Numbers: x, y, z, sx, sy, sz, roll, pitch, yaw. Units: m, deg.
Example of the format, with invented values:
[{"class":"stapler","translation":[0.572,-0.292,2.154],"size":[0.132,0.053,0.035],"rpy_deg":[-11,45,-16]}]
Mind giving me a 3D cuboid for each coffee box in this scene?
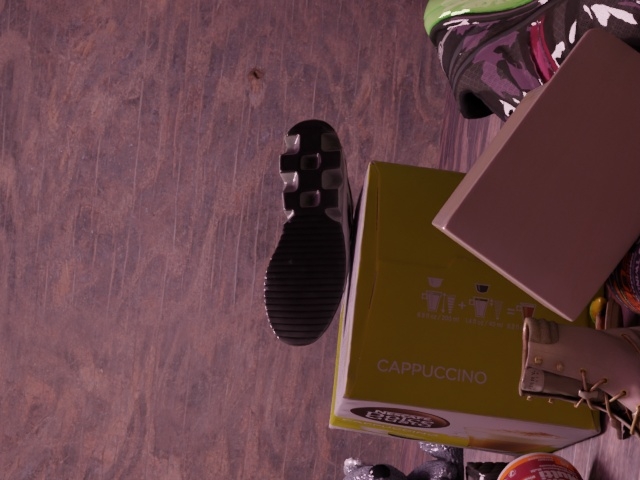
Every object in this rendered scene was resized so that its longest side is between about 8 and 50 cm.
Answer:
[{"class":"coffee box","translation":[0.202,0.115,1.421],"size":[0.334,0.338,0.338],"rpy_deg":[100,178,-72]}]

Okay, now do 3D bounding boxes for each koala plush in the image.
[{"class":"koala plush","translation":[0.133,0.442,1.655],"size":[0.196,0.221,0.203],"rpy_deg":[-79,-15,-50]}]

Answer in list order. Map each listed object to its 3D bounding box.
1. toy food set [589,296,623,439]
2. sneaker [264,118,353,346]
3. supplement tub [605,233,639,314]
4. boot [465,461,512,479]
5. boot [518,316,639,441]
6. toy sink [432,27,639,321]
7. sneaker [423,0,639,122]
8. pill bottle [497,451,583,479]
[{"class":"toy food set","translation":[0.333,0.130,1.137],"size":[0.132,0.039,0.192],"rpy_deg":[40,-127,-62]},{"class":"sneaker","translation":[0.000,0.000,1.443],"size":[0.146,0.122,0.330],"rpy_deg":[45,-129,-69]},{"class":"supplement tub","translation":[0.334,0.027,0.883],"size":[0.198,0.106,0.106],"rpy_deg":[-92,8,-89]},{"class":"boot","translation":[0.285,0.467,1.531],"size":[0.338,0.118,0.222],"rpy_deg":[61,-149,-72]},{"class":"boot","translation":[0.286,0.158,0.983],"size":[0.213,0.165,0.077],"rpy_deg":[-81,-2,-54]},{"class":"toy sink","translation":[0.240,-0.064,0.943],"size":[0.234,0.153,0.131],"rpy_deg":[-55,1,4]},{"class":"sneaker","translation":[0.293,-0.209,1.045],"size":[0.483,0.185,0.202],"rpy_deg":[-165,62,-67]},{"class":"pill bottle","translation":[0.284,0.355,1.171],"size":[0.221,0.121,0.121],"rpy_deg":[-86,2,-78]}]
